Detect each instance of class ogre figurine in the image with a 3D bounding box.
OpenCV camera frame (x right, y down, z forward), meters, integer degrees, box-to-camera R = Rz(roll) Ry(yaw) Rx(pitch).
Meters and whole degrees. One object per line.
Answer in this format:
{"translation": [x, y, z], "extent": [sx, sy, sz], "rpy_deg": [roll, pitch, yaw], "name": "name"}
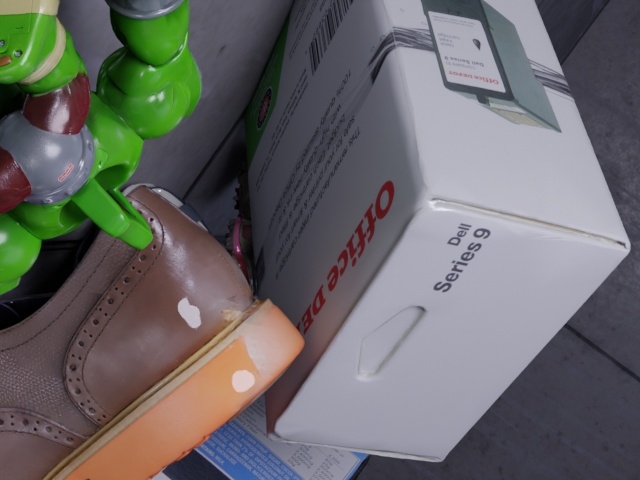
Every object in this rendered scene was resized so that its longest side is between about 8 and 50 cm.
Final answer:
{"translation": [-0.117, -0.039, 0.426], "extent": [0.197, 0.097, 0.118], "rpy_deg": [-63, 161, -9], "name": "ogre figurine"}

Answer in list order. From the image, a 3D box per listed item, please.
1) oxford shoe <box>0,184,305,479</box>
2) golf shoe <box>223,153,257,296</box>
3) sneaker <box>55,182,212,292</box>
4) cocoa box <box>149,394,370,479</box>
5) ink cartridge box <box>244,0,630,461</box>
{"translation": [-0.182, 0.106, 0.612], "extent": [0.364, 0.132, 0.130], "rpy_deg": [-36, -177, 17], "name": "oxford shoe"}
{"translation": [-0.024, -0.014, 0.823], "extent": [0.186, 0.086, 0.067], "rpy_deg": [-90, 178, -57], "name": "golf shoe"}
{"translation": [-0.105, 0.029, 0.753], "extent": [0.163, 0.086, 0.226], "rpy_deg": [-54, 170, 28], "name": "sneaker"}
{"translation": [-0.163, 0.263, 0.890], "extent": [0.347, 0.231, 0.228], "rpy_deg": [-59, 170, 33], "name": "cocoa box"}
{"translation": [0.046, -0.042, 0.663], "extent": [0.289, 0.122, 0.211], "rpy_deg": [-97, -152, -42], "name": "ink cartridge box"}
